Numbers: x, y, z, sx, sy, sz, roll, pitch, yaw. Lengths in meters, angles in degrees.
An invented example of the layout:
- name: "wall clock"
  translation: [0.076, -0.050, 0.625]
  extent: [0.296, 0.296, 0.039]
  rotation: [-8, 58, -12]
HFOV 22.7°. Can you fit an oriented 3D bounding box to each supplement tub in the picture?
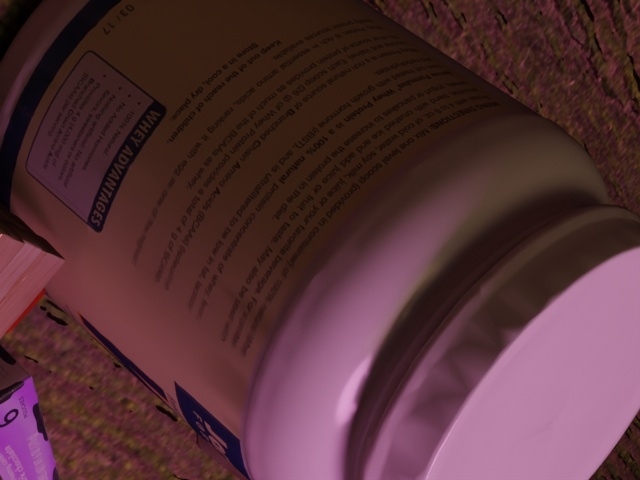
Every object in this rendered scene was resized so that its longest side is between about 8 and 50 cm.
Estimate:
- name: "supplement tub"
  translation: [0.000, 0.000, 0.832]
  extent: [0.235, 0.325, 0.235]
  rotation: [-34, 145, -28]

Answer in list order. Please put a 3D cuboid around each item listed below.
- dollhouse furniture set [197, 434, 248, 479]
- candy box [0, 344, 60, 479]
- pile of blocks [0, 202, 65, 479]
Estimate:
- name: "dollhouse furniture set"
  translation: [0.048, 0.128, 1.221]
  extent: [0.262, 0.135, 0.259]
  rotation: [-31, 143, -33]
- name: "candy box"
  translation: [-0.249, 0.162, 0.914]
  extent: [0.196, 0.070, 0.165]
  rotation: [-36, 146, -26]
- name: "pile of blocks"
  translation: [-0.232, 0.128, 0.792]
  extent: [0.112, 0.149, 0.362]
  rotation: [35, 71, -61]
